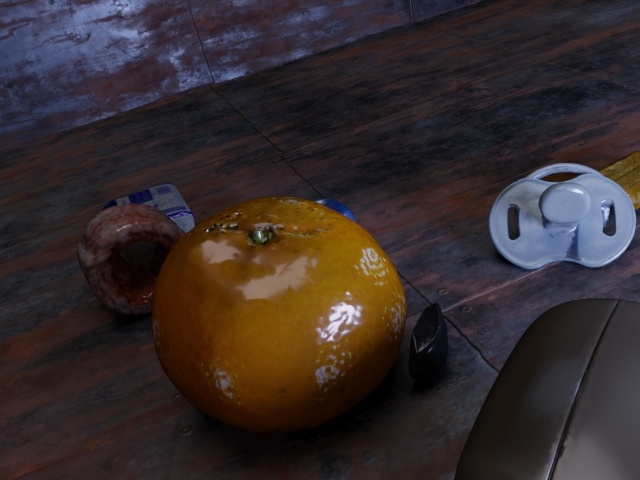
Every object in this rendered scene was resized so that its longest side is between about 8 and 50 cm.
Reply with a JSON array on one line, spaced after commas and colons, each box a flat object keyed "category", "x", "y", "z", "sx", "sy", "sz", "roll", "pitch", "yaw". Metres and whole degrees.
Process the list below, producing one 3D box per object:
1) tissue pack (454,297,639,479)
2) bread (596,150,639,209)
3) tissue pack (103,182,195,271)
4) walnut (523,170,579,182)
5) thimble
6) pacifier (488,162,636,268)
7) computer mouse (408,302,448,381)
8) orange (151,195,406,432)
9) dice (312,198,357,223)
[{"category": "tissue pack", "x": 0.316, "y": 0.251, "z": 0.806, "sx": 0.276, "sy": 0.267, "sz": 0.387, "roll": 11, "pitch": 39, "yaw": 30}, {"category": "bread", "x": 0.686, "y": -0.128, "z": 1.503, "sx": 0.200, "sy": 0.077, "sz": 0.116, "roll": -26, "pitch": 30, "yaw": -24}, {"category": "tissue pack", "x": -0.430, "y": -0.032, "z": 1.745, "sx": 0.209, "sy": 0.137, "sz": 0.269, "roll": -22, "pitch": 27, "yaw": -15}, {"category": "walnut", "x": 0.518, "y": -0.106, "z": 1.512, "sx": 0.115, "sy": 0.116, "sz": 0.207, "roll": -26, "pitch": 25, "yaw": -21}, {"category": "thimble", "x": -0.411, "y": 0.039, "z": 1.522, "sx": 0.239, "sy": 0.239, "sz": 0.162, "roll": -23, "pitch": 31, "yaw": -17}, {"category": "pacifier", "x": 0.466, "y": -0.064, "z": 1.339, "sx": 0.279, "sy": 0.207, "sz": 0.227, "roll": -3, "pitch": 74, "yaw": 19}, {"category": "computer mouse", "x": 0.192, "y": 0.172, "z": 1.169, "sx": 0.057, "sy": 0.099, "sz": 0.172, "roll": 2, "pitch": 31, "yaw": 22}, {"category": "orange", "x": -0.069, "y": 0.107, "z": 1.141, "sx": 0.423, "sy": 0.326, "sz": 0.424, "roll": -4, "pitch": 32, "yaw": 2}, {"category": "dice", "x": 0.000, "y": 0.000, "z": 1.500, "sx": 0.146, "sy": 0.143, "sz": 0.146, "roll": -24, "pitch": 30, "yaw": -25}]
